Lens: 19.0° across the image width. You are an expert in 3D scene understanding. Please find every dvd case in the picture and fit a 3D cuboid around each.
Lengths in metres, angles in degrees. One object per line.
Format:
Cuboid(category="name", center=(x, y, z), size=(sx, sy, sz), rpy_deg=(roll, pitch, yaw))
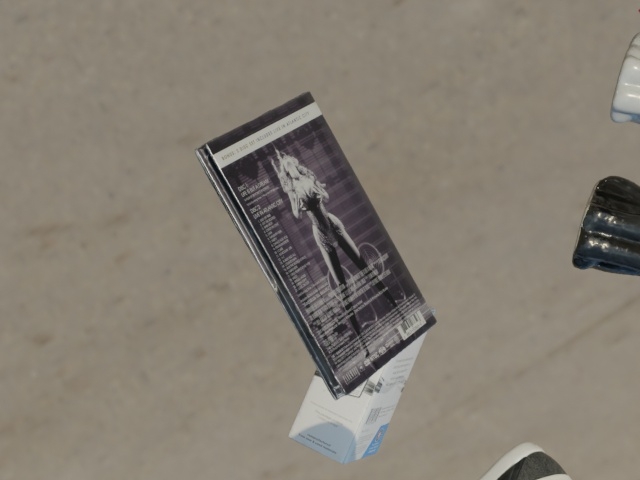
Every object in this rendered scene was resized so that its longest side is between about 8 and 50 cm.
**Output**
Cuboid(category="dvd case", center=(0.000, 0.000, 1.519), size=(0.018, 0.221, 0.164), rpy_deg=(-27, -176, 35))

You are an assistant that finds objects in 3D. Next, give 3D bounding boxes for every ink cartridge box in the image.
Cuboid(category="ink cartridge box", center=(0.051, 0.154, 2.225), size=(0.191, 0.082, 0.139), rpy_deg=(-69, 164, 6))

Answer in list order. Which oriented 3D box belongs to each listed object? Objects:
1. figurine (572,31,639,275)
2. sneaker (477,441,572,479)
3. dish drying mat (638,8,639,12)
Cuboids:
Cuboid(category="figurine", center=(0.342, -0.055, 1.633), size=(0.092, 0.209, 0.215), rpy_deg=(-30, 134, -77))
Cuboid(category="sneaker", center=(0.155, 0.287, 1.705), size=(0.217, 0.121, 0.079), rpy_deg=(-45, 140, -8))
Cuboid(category="dish drying mat", center=(0.326, -0.225, 1.717), size=(0.083, 0.032, 0.008), rpy_deg=(-43, -164, 28))
